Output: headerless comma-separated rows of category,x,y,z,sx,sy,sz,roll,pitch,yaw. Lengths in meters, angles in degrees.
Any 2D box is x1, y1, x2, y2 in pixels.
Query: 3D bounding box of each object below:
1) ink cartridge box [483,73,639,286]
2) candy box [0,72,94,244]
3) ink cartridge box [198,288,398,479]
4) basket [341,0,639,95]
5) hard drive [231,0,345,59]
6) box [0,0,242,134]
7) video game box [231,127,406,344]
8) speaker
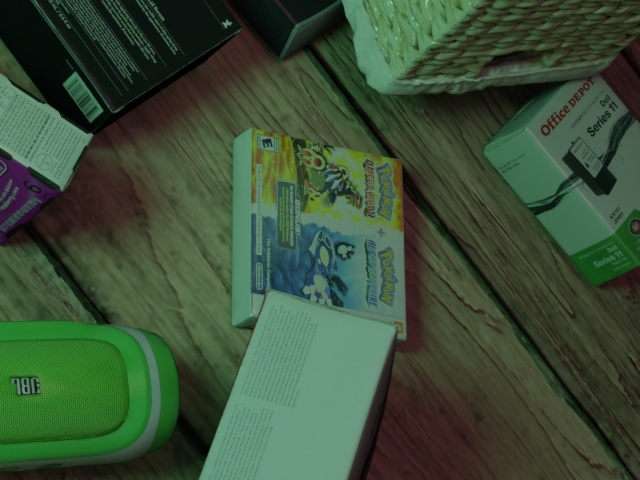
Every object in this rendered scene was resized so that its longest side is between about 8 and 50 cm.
ink cartridge box,0.309,-0.079,1.905,0.208,0.087,0.153,48,55,-7
candy box,-0.339,-0.104,1.467,0.233,0.159,0.071,34,57,-17
ink cartridge box,-0.038,0.250,1.519,0.130,0.272,0.309,16,61,7
basket,0.199,-0.355,1.748,0.328,0.266,0.331,-8,75,-32
hard drive,-0.008,-0.329,1.816,0.172,0.054,0.255,50,55,-7
box,-0.231,-0.255,1.622,0.184,0.103,0.261,-38,94,-32
video game box,0.000,0.000,1.711,0.187,0.048,0.205,11,68,-31
speaker,-0.277,0.138,1.442,0.296,0.131,0.131,0,73,-32
